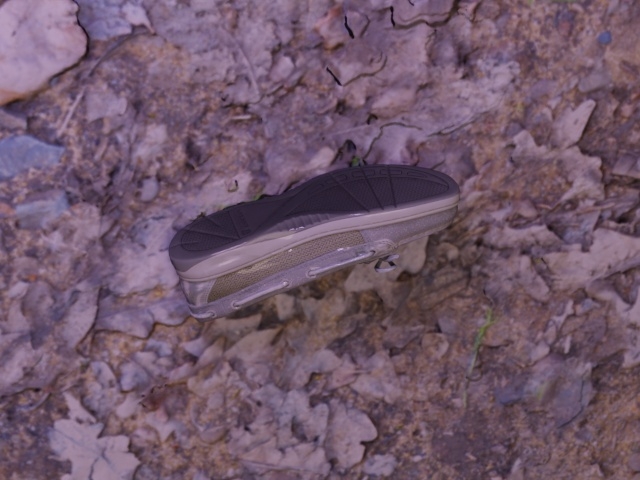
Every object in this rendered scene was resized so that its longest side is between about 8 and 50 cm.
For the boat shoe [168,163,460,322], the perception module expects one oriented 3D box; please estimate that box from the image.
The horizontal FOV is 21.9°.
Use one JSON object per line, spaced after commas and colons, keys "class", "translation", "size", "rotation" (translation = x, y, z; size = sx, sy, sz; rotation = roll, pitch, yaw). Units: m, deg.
{"class": "boat shoe", "translation": [-0.001, 0.002, 1.803], "size": [0.320, 0.118, 0.103], "rotation": [-17, 120, -4]}
